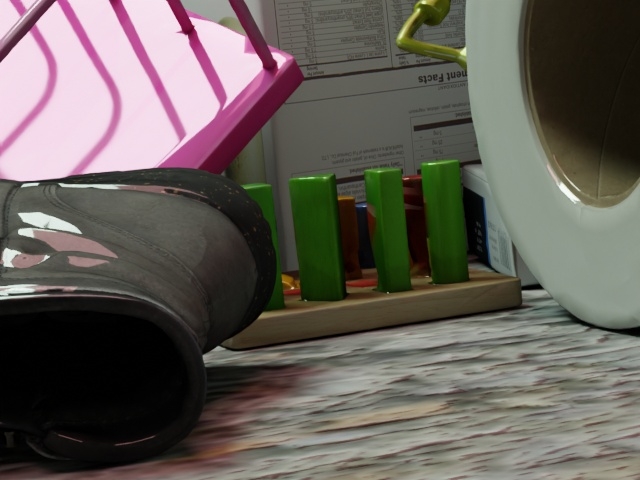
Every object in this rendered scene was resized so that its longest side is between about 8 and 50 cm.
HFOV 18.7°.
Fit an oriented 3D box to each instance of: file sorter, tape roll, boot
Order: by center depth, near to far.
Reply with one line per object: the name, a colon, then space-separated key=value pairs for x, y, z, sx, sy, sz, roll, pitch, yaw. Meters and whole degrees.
boot: x=-0.196 y=0.030 z=0.827 sx=0.338 sy=0.118 sz=0.223 roll=-8 pitch=11 yaw=12
tape roll: x=0.197 y=-0.089 z=0.930 sx=0.169 sy=0.246 sz=0.246 roll=-8 pitch=7 yaw=-22
file sorter: x=-0.202 y=-0.125 z=1.093 sx=0.291 sy=0.182 sz=0.202 roll=27 pitch=68 yaw=35

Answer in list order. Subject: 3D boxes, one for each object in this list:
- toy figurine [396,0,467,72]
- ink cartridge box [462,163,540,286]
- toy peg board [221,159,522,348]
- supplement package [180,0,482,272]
toy figurine: x=0.236 y=-0.118 z=1.218 sx=0.363 sy=0.191 sz=0.217 roll=6 pitch=-24 yaw=12
ink cartridge box: x=0.260 y=-0.028 z=1.154 sx=0.333 sy=0.065 sz=0.165 roll=-7 pitch=6 yaw=-3
toy peg board: x=0.000 y=0.000 z=1.048 sx=0.161 sy=0.079 sz=0.161 roll=-7 pitch=7 yaw=-20
supplement package: x=-0.012 y=-0.118 z=1.278 sx=0.198 sy=0.262 sz=0.199 roll=-11 pitch=8 yaw=-35
